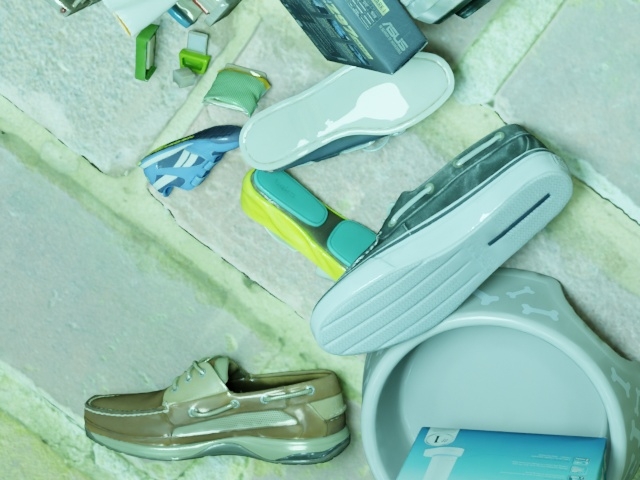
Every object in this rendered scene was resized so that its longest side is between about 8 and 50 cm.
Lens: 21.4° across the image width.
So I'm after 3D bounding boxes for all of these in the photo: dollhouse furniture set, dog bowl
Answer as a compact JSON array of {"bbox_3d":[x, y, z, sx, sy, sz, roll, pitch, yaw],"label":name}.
[{"bbox_3d":[-0.133,-0.199,1.927,0.151,0.076,0.059,16,128,8],"label":"dollhouse furniture set"},{"bbox_3d":[0.205,0.209,1.963,0.348,0.102,0.349,5,109,14],"label":"dog bowl"},{"bbox_3d":[-0.205,-0.285,1.894,0.183,0.129,0.129,44,114,-2],"label":"dollhouse furniture set"}]

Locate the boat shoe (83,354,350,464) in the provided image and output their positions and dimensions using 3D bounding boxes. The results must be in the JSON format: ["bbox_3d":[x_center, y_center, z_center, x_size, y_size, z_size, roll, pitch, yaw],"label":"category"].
[{"bbox_3d":[-0.123,0.195,2.051,0.323,0.122,0.120,1,103,7],"label":"boat shoe"}]

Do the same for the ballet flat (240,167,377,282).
[{"bbox_3d":[0.000,0.000,1.973,0.231,0.077,0.077,38,135,4],"label":"ballet flat"}]

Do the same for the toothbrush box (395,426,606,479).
[{"bbox_3d":[0.182,0.317,1.790,0.216,0.295,0.126,2,108,14],"label":"toothbrush box"}]

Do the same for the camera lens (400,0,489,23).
[{"bbox_3d":[0.116,-0.376,1.723,0.219,0.219,0.274,-37,95,23],"label":"camera lens"}]

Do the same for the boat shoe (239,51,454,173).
[{"bbox_3d":[0.034,-0.141,1.901,0.254,0.079,0.095,-26,84,14],"label":"boat shoe"}]

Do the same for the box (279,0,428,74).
[{"bbox_3d":[-0.006,-0.284,1.782,0.059,0.183,0.233,-44,112,-8],"label":"box"}]

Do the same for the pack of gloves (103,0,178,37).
[{"bbox_3d":[-0.173,-0.358,1.812,0.046,0.232,0.195,-20,107,53],"label":"pack of gloves"}]

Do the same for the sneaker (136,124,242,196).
[{"bbox_3d":[-0.144,-0.094,1.986,0.144,0.053,0.059,-18,102,29],"label":"sneaker"}]

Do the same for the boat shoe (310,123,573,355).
[{"bbox_3d":[0.124,0.000,1.882,0.335,0.119,0.121,-35,135,2],"label":"boat shoe"}]
